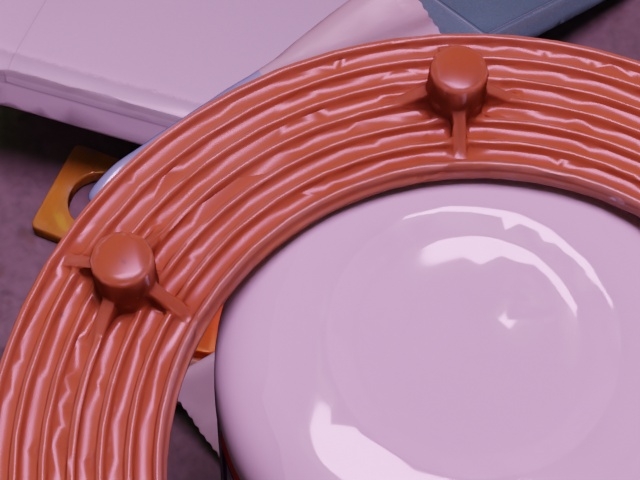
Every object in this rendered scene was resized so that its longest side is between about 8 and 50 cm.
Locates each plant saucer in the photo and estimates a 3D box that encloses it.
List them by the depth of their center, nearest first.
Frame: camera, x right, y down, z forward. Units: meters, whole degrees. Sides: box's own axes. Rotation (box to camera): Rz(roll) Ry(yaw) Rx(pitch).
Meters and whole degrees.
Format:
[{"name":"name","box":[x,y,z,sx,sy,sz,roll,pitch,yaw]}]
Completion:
[{"name":"plant saucer","box":[0.139,-0.165,0.931,0.067,0.018,0.192,40,48,24]}]

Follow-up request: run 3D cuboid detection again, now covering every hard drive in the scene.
[{"name":"hard drive","box":[-0.032,-0.118,0.883,0.307,0.040,0.203,15,46,1]}]

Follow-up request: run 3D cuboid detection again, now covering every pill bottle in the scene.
[{"name":"pill bottle","box":[0.046,0.107,0.652,0.181,0.323,0.182,1,63,-2]}]

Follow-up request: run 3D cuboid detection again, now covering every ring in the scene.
[{"name":"ring","box":[0.059,0.069,0.472,0.336,0.032,0.337,1,63,-1]}]

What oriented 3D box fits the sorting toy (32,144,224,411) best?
[{"name":"sorting toy","box":[0.001,0.013,0.854,0.347,0.047,0.196,9,63,3]}]

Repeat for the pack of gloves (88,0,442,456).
[{"name":"pack of gloves","box":[0.000,0.000,0.781,0.232,0.046,0.195,-35,91,4]}]
